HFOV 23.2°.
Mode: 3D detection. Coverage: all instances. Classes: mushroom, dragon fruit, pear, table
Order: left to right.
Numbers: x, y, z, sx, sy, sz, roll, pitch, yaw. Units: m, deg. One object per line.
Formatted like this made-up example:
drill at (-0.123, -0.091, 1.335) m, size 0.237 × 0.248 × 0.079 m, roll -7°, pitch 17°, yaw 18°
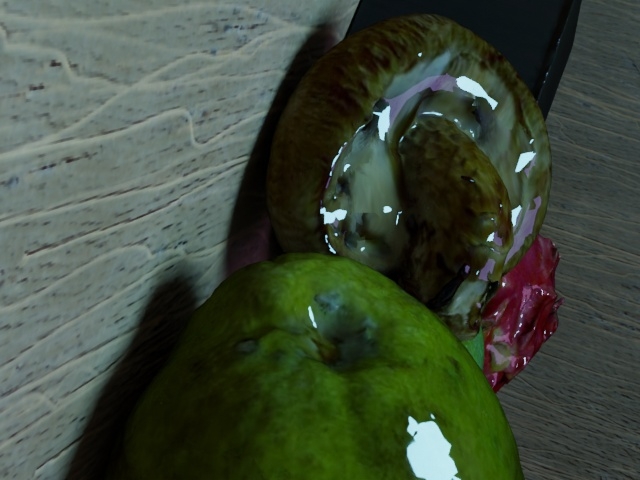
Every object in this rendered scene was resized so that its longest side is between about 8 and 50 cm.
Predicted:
pear at (-0.004, 0.217, 1.171) m, size 0.352 × 0.352 × 0.413 m, roll -58°, pitch 156°, yaw -52°
mushroom at (0.073, -0.042, 1.328) m, size 0.195 × 0.263 × 0.283 m, roll -38°, pitch -139°, yaw 39°
dragon fruit at (0.191, 0.082, 2.116) m, size 0.386 × 0.249 × 0.371 m, roll 110°, pitch 5°, yaw -81°
table at (0.143, -0.197, 1.550) m, size 0.169 × 0.193 × 0.172 m, roll 81°, pitch 29°, yaw -68°

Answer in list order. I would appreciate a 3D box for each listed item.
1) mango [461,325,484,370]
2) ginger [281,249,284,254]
mango at (0.064, 0.116, 1.620) m, size 0.225 × 0.201 × 0.382 m, roll -40°, pitch -179°, yaw 18°
ginger at (0.002, -0.001, 1.495) m, size 0.095 × 0.069 × 0.190 m, roll -64°, pitch 170°, yaw -8°
